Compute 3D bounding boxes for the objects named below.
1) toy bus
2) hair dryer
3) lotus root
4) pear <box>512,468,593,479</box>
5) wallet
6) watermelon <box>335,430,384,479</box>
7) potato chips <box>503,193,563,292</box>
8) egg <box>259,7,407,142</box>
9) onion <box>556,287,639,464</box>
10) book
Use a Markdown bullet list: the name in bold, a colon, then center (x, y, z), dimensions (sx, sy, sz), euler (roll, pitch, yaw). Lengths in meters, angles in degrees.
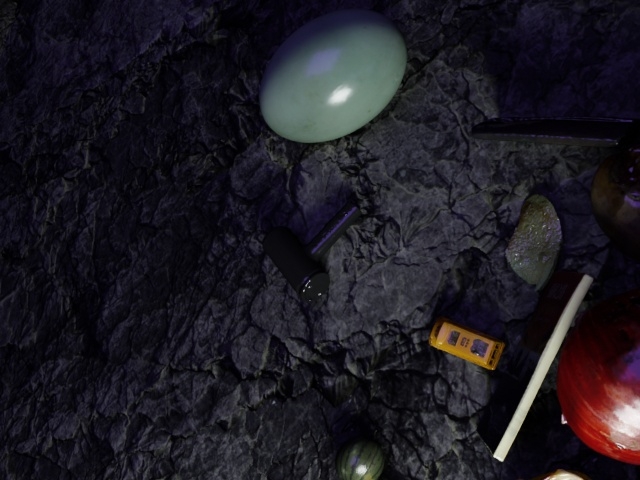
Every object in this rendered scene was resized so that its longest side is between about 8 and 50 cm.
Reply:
- **toy bus**: center (0.300, 0.214, 1.914), dimensions (0.162, 0.074, 0.069), euler (20, 87, 34)
- **hair dryer**: center (0.000, 0.000, 2.179), dimensions (0.251, 0.089, 0.197), euler (-43, 55, 2)
- **lotus root**: center (0.654, -0.087, 1.737), dimensions (0.272, 0.192, 0.272), euler (-15, 59, 27)
- **pear**: center (0.461, 0.609, 1.616), dimensions (0.340, 0.191, 0.386), euler (-19, 66, 30)
- **wallet**: center (0.491, -0.235, 1.890), dimensions (0.321, 0.170, 0.044), euler (8, 112, 33)
- **watermelon**: center (0.091, 0.465, 1.952), dimensions (0.105, 0.105, 0.133), euler (18, 61, 35)
- **potato chips**: center (0.449, 0.005, 1.916), dimensions (0.142, 0.026, 0.209), euler (-28, 61, 30)
- **egg**: center (0.027, -0.388, 2.155), dimensions (0.389, 0.276, 0.276), euler (-35, 59, 18)
- **onion**: center (0.567, 0.240, 1.585), dimensions (0.341, 0.341, 0.341), euler (-10, 70, 29)
- **book**: center (0.405, 0.230, 1.750), dimensions (0.028, 0.262, 0.373), euler (26, 90, 4)
